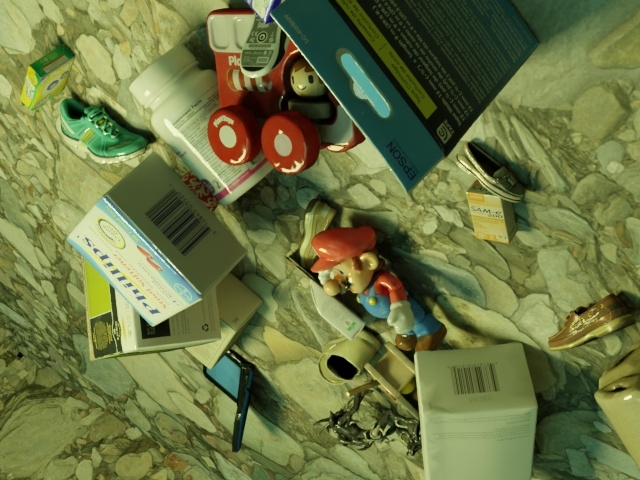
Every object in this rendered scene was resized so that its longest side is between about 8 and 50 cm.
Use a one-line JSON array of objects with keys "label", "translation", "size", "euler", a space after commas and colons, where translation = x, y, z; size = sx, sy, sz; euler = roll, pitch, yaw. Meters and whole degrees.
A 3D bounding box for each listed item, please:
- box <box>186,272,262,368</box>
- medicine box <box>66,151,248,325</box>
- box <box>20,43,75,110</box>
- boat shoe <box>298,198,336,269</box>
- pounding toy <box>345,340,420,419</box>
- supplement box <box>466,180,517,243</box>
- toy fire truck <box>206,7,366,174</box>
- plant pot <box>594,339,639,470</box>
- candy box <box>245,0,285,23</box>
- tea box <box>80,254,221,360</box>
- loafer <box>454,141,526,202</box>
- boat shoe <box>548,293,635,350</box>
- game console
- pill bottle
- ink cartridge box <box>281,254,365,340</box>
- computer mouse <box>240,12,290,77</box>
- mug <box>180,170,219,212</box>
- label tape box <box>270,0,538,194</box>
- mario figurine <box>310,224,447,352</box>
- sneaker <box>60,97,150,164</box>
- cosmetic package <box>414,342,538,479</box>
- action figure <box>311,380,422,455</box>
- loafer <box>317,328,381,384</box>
[{"label": "box", "translation": [-0.277, 0.214, 2.042], "size": [0.148, 0.121, 0.311], "euler": [42, 147, 2]}, {"label": "medicine box", "translation": [-0.332, 0.009, 1.529], "size": [0.263, 0.149, 0.289], "euler": [48, 145, -9]}, {"label": "box", "translation": [-0.629, -0.366, 1.758], "size": [0.043, 0.105, 0.179], "euler": [47, 147, -6]}, {"label": "boat shoe", "translation": [0.000, 0.000, 1.570], "size": [0.072, 0.068, 0.190], "euler": [20, 142, 11]}, {"label": "pounding toy", "translation": [0.157, 0.332, 1.664], "size": [0.154, 0.155, 0.269], "euler": [44, 176, 16]}, {"label": "supplement box", "translation": [0.280, -0.046, 1.249], "size": [0.062, 0.036, 0.098], "euler": [11, 136, 38]}, {"label": "toy fire truck", "translation": [-0.061, -0.259, 1.265], "size": [0.302, 0.169, 0.253], "euler": [12, 118, 37]}, {"label": "plant pot", "translation": [0.576, 0.281, 1.099], "size": [0.305, 0.334, 0.334], "euler": [51, 147, 5]}, {"label": "candy box", "translation": [-0.095, -0.496, 0.991], "size": [0.317, 0.122, 0.268], "euler": [52, 149, 12]}, {"label": "tea box", "translation": [-0.421, 0.106, 1.849], "size": [0.324, 0.220, 0.328], "euler": [-18, 77, 53]}, {"label": "loafer", "translation": [0.266, -0.107, 1.190], "size": [0.125, 0.045, 0.039], "euler": [36, 140, 14]}, {"label": "boat shoe", "translation": [0.444, 0.139, 1.279], "size": [0.178, 0.064, 0.060], "euler": [-44, 62, 56]}, {"label": "game console", "translation": [-0.298, 0.466, 2.320], "size": [0.173, 0.250, 0.293], "euler": [11, 143, -1]}, {"label": "pill bottle", "translation": [-0.216, -0.219, 1.449], "size": [0.283, 0.160, 0.160], "euler": [50, 146, -10]}, {"label": "ink cartridge box", "translation": [-0.005, 0.122, 1.648], "size": [0.225, 0.056, 0.181], "euler": [38, 178, 3]}, {"label": "computer mouse", "translation": [-0.072, -0.332, 1.177], "size": [0.106, 0.193, 0.042], "euler": [11, 170, 31]}, {"label": "mug", "translation": [-0.280, -0.094, 1.650], "size": [0.150, 0.169, 0.113], "euler": [-8, 123, 50]}, {"label": "label tape box", "translation": [0.094, -0.236, 0.937], "size": [0.249, 0.347, 0.115], "euler": [50, 146, -12]}, {"label": "mario figurine", "translation": [0.088, 0.112, 1.500], "size": [0.198, 0.170, 0.320], "euler": [-32, 109, 38]}, {"label": "sneaker", "translation": [-0.513, -0.254, 1.776], "size": [0.275, 0.107, 0.110], "euler": [22, 133, 27]}, {"label": "cosmetic package", "translation": [0.307, 0.387, 1.534], "size": [0.217, 0.156, 0.385], "euler": [-5, 135, 4]}, {"label": "action figure", "translation": [0.126, 0.442, 1.878], "size": [0.276, 0.141, 0.164], "euler": [2, 134, 24]}, {"label": "loafer", "translation": [0.049, 0.287, 1.817], "size": [0.102, 0.092, 0.268], "euler": [40, 147, 3]}]
